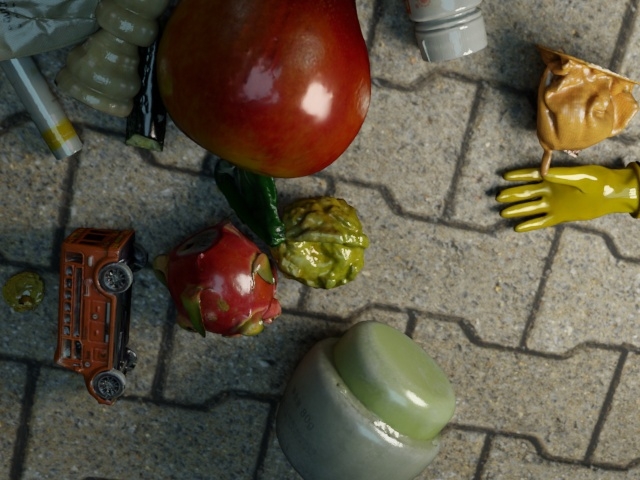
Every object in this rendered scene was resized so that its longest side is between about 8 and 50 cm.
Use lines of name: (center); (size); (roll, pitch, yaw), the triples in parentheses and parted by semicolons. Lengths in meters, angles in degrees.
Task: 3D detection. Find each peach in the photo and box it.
peach: (-0.088, -0.300, 1.523); (0.388, 0.388, 0.388); (-3, 108, -8)

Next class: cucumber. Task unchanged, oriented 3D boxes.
cucumber: (-0.313, -0.282, 1.643); (0.075, 0.074, 0.241); (5, 105, -10)

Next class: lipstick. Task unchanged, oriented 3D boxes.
lipstick: (-0.519, -0.272, 1.620); (0.059, 0.059, 0.264); (-27, 109, 1)

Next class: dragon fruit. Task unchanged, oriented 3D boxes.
dragon fruit: (-0.188, 0.084, 1.716); (0.224, 0.224, 0.227); (-20, 112, -2)

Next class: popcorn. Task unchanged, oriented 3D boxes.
popcorn: (-0.570, 0.105, 1.725); (0.084, 0.084, 0.084); (-3, 108, -8)
popcorn: (-0.002, -0.001, 1.744); (0.198, 0.155, 0.197); (-7, 127, -10)

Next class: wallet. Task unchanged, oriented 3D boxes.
wallet: (-0.495, -0.470, 1.529); (0.275, 0.068, 0.335); (-14, 105, -24)

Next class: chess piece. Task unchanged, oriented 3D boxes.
chess piece: (-0.344, -0.356, 1.539); (0.143, 0.142, 0.260); (23, 109, -15)

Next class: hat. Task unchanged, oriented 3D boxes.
hat: (0.467, -0.228, 1.706); (0.234, 0.244, 0.233); (26, 108, 18)

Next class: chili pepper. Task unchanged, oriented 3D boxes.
chili pepper: (-0.122, -0.079, 1.702); (0.108, 0.062, 0.216); (-35, 66, 7)

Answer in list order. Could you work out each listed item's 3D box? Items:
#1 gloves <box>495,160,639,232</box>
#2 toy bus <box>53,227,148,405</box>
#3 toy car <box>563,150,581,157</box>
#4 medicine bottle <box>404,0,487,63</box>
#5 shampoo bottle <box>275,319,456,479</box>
gloves: (0.500, -0.088, 1.821); (0.295, 0.116, 0.133); (-5, 97, -1)
toy bus: (-0.428, 0.147, 1.732); (0.153, 0.143, 0.329); (6, 108, 0)
toy car: (0.529, -0.227, 1.808); (0.059, 0.035, 0.122); (35, 102, -13)
medicine bottle: (0.219, -0.461, 1.627); (0.145, 0.144, 0.252); (-19, 108, -2)
shampoo bottle: (0.081, 0.343, 1.774); (0.322, 0.322, 0.317); (36, 106, -18)
